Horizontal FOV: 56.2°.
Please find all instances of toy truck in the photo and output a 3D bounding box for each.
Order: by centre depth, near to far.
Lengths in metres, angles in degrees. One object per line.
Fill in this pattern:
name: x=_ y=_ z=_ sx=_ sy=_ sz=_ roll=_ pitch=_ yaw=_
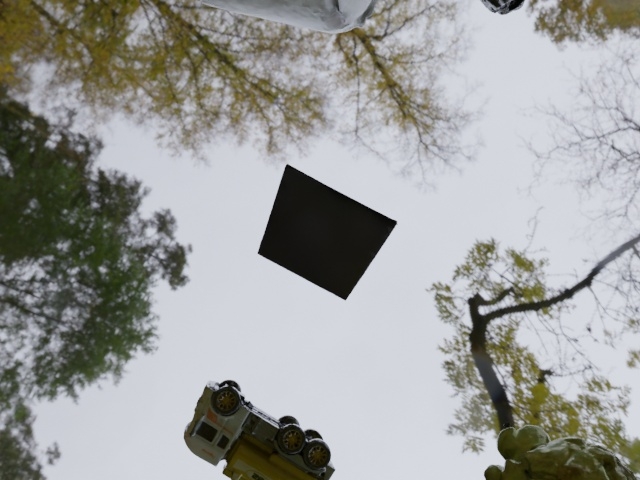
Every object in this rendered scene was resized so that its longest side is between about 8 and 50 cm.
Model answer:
toy truck: x=-0.082 y=0.290 z=0.832 sx=0.114 sy=0.226 sz=0.098 roll=-58 pitch=-178 yaw=-10

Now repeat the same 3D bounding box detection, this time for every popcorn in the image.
popcorn: x=0.243 y=0.256 z=0.582 sx=0.135 sy=0.141 sz=0.162 roll=-44 pitch=-162 yaw=24

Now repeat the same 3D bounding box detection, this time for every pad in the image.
pad: x=0.000 y=0.000 z=0.880 sx=0.006 sy=0.170 sz=0.246 roll=-61 pitch=178 yaw=-34

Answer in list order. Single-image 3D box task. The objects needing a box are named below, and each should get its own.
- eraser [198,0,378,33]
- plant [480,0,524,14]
eraser: x=-0.028 y=-0.292 z=0.379 sx=0.149 sy=0.331 sz=0.332 roll=18 pitch=-107 yaw=20
plant: x=0.187 y=-0.397 z=0.695 sx=0.141 sy=0.256 sz=0.164 roll=-34 pitch=180 yaw=21
